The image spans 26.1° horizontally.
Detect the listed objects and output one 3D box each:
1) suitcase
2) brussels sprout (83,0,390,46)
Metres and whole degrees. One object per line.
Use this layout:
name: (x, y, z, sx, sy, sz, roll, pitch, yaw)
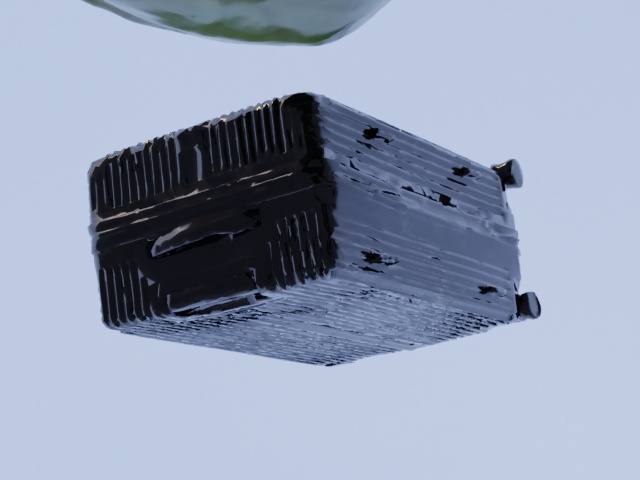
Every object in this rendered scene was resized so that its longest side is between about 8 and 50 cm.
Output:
suitcase: (0.000, 0.000, 1.104, 0.229, 0.335, 0.152, -16, -108, 31)
brussels sprout: (-0.073, -0.254, 0.873, 0.328, 0.328, 0.247, 33, -75, 16)
